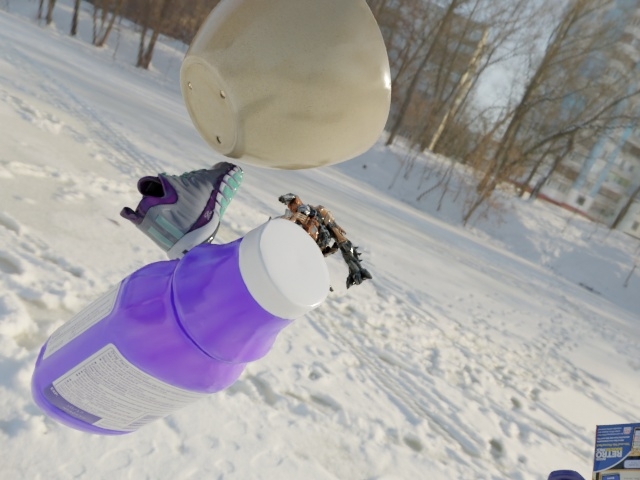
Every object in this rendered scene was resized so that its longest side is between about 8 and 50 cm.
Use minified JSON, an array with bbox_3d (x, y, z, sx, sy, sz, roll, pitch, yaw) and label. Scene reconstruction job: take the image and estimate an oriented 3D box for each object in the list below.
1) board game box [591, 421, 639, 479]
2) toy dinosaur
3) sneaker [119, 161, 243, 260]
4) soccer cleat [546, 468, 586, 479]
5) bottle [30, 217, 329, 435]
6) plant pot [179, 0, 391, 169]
[{"bbox_3d":[0.373,0.295,0.620,0.045,0.194,0.146,40,-37,-17],"label":"board game box"},{"bbox_3d":[0.000,0.000,1.129,0.322,0.164,0.219,-22,86,-48],"label":"toy dinosaur"},{"bbox_3d":[-0.158,-0.062,0.670,0.098,0.083,0.224,39,22,-18],"label":"sneaker"},{"bbox_3d":[0.172,0.298,0.453,0.093,0.121,0.289,-13,7,39],"label":"soccer cleat"},{"bbox_3d":[-0.116,0.074,0.447,0.118,0.282,0.092,34,40,-32],"label":"bottle"},{"bbox_3d":[-0.074,-0.211,0.762,0.190,0.284,0.284,-30,45,-30],"label":"plant pot"}]
